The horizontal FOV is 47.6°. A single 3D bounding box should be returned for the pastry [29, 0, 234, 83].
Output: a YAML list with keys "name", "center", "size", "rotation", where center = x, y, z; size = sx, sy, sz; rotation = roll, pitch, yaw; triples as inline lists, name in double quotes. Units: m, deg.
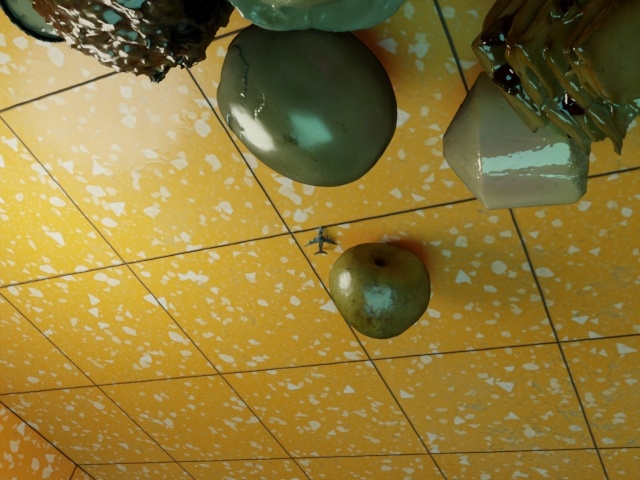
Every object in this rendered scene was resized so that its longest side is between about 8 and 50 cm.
- name: "pastry"
  center: [-0.291, -0.450, 1.089]
  size: [0.337, 0.292, 0.405]
  rotation: [-5, 129, 45]

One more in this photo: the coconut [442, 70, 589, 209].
- name: "coconut"
  center: [0.333, -0.169, 1.248]
  size: [0.244, 0.239, 0.239]
  rotation: [2, 136, 16]

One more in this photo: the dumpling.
- name: "dumpling"
  center: [0.009, -0.439, 1.038]
  size: [0.320, 0.212, 0.270]
  rotation: [-6, 103, 21]

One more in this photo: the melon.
- name: "melon"
  center: [-0.025, -0.247, 1.247]
  size: [0.330, 0.268, 0.268]
  rotation: [37, 137, 7]

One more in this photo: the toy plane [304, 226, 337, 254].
- name: "toy plane"
  center: [0.000, 0.003, 1.673]
  size: [0.078, 0.024, 0.084]
  rotation: [-4, 137, -5]

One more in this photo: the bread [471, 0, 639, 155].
- name: "bread"
  center: [0.441, -0.275, 1.038]
  size: [0.370, 0.314, 0.191]
  rotation: [37, 172, -17]

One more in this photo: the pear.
- name: "pear"
  center: [0.132, 0.116, 1.629]
  size: [0.228, 0.188, 0.211]
  rotation: [8, 124, 8]

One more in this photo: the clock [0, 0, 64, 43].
- name: "clock"
  center: [-0.514, -0.451, 1.343]
  size: [0.184, 0.040, 0.184]
  rotation: [9, 137, 8]
